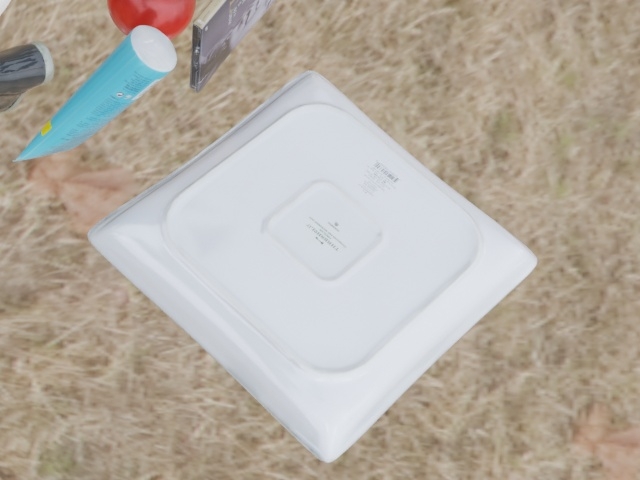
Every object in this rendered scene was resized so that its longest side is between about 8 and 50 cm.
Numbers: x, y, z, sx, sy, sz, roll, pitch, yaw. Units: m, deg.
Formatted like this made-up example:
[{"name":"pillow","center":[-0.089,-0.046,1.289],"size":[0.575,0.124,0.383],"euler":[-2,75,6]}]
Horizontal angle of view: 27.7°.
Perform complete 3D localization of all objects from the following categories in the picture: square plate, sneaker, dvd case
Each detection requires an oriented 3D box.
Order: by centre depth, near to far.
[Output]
[{"name":"square plate","center":[0.000,0.000,1.341],"size":[0.347,0.049,0.344],"euler":[42,61,15]},{"name":"dvd case","center":[-0.084,-0.292,1.544],"size":[0.018,0.164,0.221],"euler":[34,70,6]},{"name":"sneaker","center":[-0.479,-0.226,1.836],"size":[0.118,0.222,0.083],"euler":[-19,90,-38]}]

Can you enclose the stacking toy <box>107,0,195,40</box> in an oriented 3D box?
[{"name":"stacking toy","center":[-0.137,-0.324,1.228],"size":[0.141,0.330,0.141],"euler":[13,47,-15]}]

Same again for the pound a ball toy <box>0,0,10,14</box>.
[{"name":"pound a ball toy","center":[-0.296,-0.077,0.743],"size":[0.319,0.136,0.208],"euler":[-54,150,3]}]

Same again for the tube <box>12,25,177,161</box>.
[{"name":"tube","center":[-0.222,-0.134,1.284],"size":[0.080,0.207,0.052],"euler":[-12,71,-50]}]
